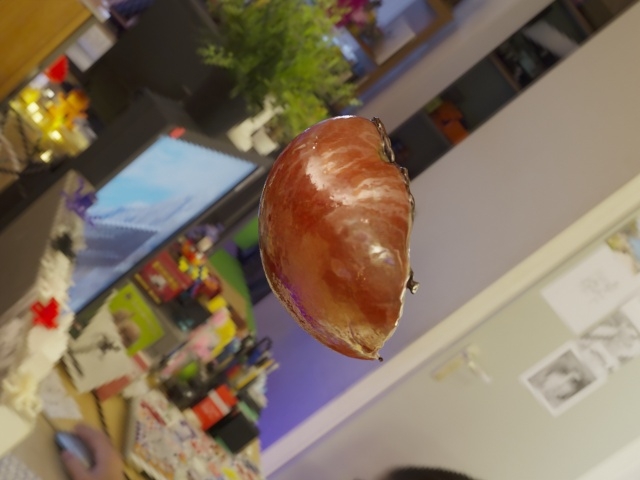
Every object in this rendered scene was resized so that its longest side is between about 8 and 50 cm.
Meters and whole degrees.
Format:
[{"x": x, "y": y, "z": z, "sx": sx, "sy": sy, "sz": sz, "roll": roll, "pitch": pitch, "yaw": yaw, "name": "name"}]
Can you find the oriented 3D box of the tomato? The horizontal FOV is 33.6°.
[{"x": 0.000, "y": 0.000, "z": 0.926, "sx": 0.112, "sy": 0.199, "sz": 0.228, "roll": 3, "pitch": 29, "yaw": -13, "name": "tomato"}]
